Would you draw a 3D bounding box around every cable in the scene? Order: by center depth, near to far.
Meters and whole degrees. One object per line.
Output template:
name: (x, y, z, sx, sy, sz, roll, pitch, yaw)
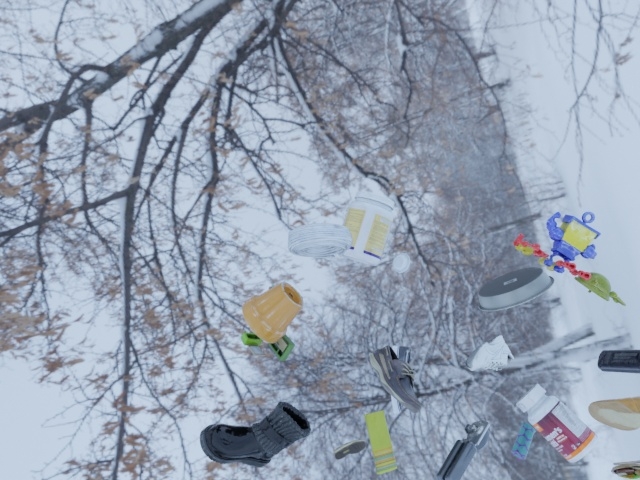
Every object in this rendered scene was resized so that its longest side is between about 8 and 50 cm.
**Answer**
cable: (0.000, 0.000, 1.814, 0.257, 0.257, 0.089, 2, -107, -22)

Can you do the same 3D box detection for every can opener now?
can opener: (0.492, 0.716, 1.545, 0.283, 0.076, 0.095, -38, -81, -37)

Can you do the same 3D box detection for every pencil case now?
pencil case: (0.901, 0.889, 2.056, 0.152, 0.064, 0.070, -53, -37, -25)

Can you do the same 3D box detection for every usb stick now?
usb stick: (0.960, 0.372, 1.427, 0.278, 0.045, 0.077, 110, -176, -75)

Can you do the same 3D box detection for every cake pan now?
cake pan: (0.734, 0.180, 1.772, 0.054, 0.293, 0.293, 64, -158, -2)

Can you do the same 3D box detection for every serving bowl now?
serving bowl: (0.331, 0.090, 1.925, 0.027, 0.083, 0.083, 28, 148, 60)

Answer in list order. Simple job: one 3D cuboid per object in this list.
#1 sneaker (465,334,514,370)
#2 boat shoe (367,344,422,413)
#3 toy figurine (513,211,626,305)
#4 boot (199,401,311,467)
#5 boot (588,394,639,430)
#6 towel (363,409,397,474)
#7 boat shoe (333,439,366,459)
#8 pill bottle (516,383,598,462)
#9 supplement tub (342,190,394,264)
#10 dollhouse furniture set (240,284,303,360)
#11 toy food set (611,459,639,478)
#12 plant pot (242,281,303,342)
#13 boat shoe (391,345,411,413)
sneaker: (0.751, 0.511, 2.032, 0.297, 0.111, 0.129, -13, -125, -38)
boat shoe: (0.314, 0.547, 1.898, 0.132, 0.130, 0.355, 42, -177, -33)
toy figurine: (0.834, 0.017, 1.469, 0.362, 0.217, 0.191, 32, -179, 2)
boot: (-0.229, 0.686, 1.672, 0.348, 0.260, 0.131, 32, -156, -41)
boot: (1.174, 0.616, 1.718, 0.211, 0.295, 0.104, -11, -87, -51)
towel: (0.253, 0.851, 1.963, 0.102, 0.021, 0.237, -1, -113, -28)
boat shoe: (0.160, 1.156, 2.601, 0.072, 0.190, 0.068, -146, 40, -80)
pill bottle: (0.744, 0.574, 1.472, 0.221, 0.121, 0.121, 46, -170, 26)
supplement tub: (0.228, -0.059, 2.339, 0.241, 0.241, 0.331, 27, -99, -62)
dollhouse furniture set: (-0.192, 0.375, 2.086, 0.197, 0.302, 0.151, 18, -162, -47)
toy food set: (1.187, 0.884, 1.773, 0.192, 0.132, 0.039, 50, -150, -44)
plant pot: (-0.176, 0.273, 1.859, 0.205, 0.188, 0.205, 45, -166, -14)
boat shoe: (0.373, 0.627, 2.099, 0.108, 0.102, 0.301, 67, -154, -57)
